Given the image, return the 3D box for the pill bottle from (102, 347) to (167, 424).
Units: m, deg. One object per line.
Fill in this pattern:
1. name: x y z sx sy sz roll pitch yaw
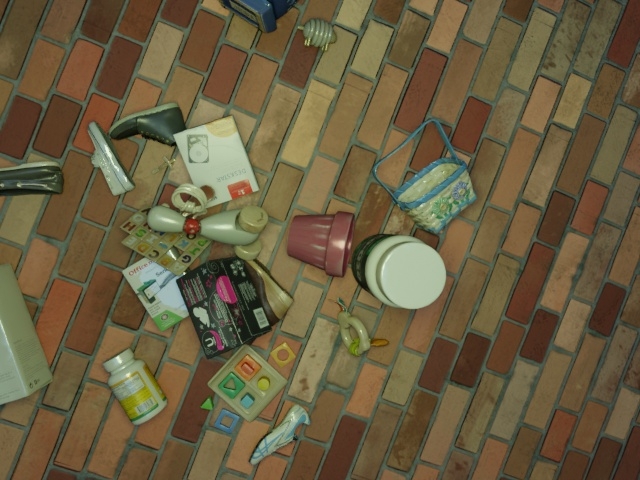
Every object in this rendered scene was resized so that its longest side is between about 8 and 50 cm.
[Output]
1. pill bottle: -0.562 0.434 1.346 0.118 0.117 0.208 -30 95 -4

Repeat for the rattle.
1. rattle: 0.127 0.258 1.440 0.143 0.130 0.199 -19 67 -16

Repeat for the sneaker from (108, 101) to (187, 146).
1. sneaker: -0.513 -0.323 1.345 0.222 0.083 0.118 -23 94 -6

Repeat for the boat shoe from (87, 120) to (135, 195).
1. boat shoe: -0.645 -0.241 1.333 0.076 0.083 0.226 -28 95 -6

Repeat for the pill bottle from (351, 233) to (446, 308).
1. pill bottle: 0.216 0.083 1.295 0.205 0.361 0.203 0 91 -6

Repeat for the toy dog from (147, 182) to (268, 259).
1. toy dog: -0.302 -0.072 1.291 0.334 0.160 0.220 28 126 -30

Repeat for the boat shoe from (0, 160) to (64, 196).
1. boat shoe: -0.926 -0.155 1.294 0.336 0.112 0.095 -12 88 -9

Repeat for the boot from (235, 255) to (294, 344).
1. boot: -0.230 0.176 1.389 0.207 0.090 0.248 -43 88 2

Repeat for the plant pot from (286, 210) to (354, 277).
1. plant pot: 0.000 0.000 1.366 0.181 0.201 0.201 11 91 9

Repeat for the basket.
1. basket: 0.330 -0.191 1.378 0.255 0.201 0.289 -42 105 -2

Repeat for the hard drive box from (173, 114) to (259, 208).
1. hard drive box: -0.306 -0.237 1.340 0.181 0.089 0.232 -21 110 -5

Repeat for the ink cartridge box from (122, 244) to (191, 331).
1. ink cartridge box: -0.467 0.138 1.359 0.160 0.092 0.219 -33 95 -5

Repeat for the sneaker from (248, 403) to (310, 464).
1. sneaker: -0.130 0.626 1.412 0.237 0.085 0.086 -44 80 -4

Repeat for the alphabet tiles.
1. alphabet tiles: -0.458 -0.017 1.330 0.237 0.009 0.198 29 48 4

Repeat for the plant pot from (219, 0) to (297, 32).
1. plant pot: -0.184 -0.761 1.299 0.236 0.236 0.212 31 95 -6

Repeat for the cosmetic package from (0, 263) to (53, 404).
1. cosmetic package: -0.966 0.279 1.282 0.218 0.156 0.384 -16 92 -6

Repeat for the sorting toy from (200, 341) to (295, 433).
1. sorting toy: -0.229 0.455 1.417 0.196 0.047 0.347 43 87 -6

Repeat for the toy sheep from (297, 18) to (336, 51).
1. toy sheep: -0.010 -0.643 1.389 0.132 0.091 0.091 5 91 -25

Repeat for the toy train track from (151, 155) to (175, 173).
1. toy train track: -0.486 -0.231 1.387 0.083 0.014 0.048 -30 102 1

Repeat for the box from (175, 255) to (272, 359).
1. box: -0.276 0.188 1.291 0.142 0.163 0.247 -27 82 25
